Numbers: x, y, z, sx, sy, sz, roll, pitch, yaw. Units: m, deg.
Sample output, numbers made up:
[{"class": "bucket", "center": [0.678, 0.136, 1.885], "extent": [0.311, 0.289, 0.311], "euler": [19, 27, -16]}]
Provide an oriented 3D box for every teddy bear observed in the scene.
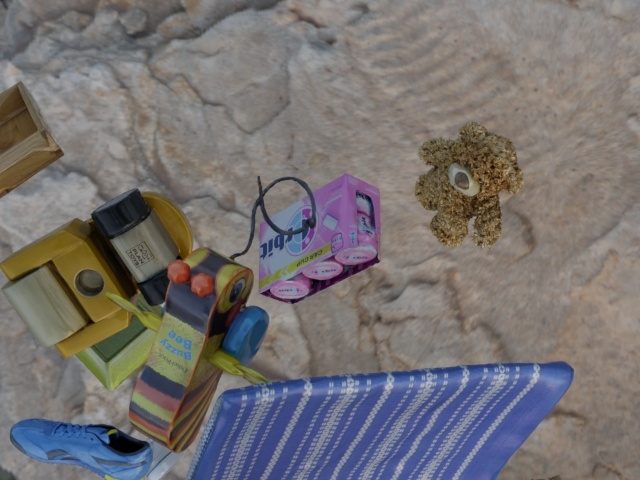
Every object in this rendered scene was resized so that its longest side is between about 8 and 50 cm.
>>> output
[{"class": "teddy bear", "center": [0.265, -0.097, 1.652], "extent": [0.113, 0.338, 0.245], "euler": [-12, 92, -18]}]

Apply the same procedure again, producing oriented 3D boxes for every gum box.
[{"class": "gum box", "center": [0.000, 0.000, 1.101], "extent": [0.188, 0.062, 0.107], "euler": [-29, 51, 41]}]

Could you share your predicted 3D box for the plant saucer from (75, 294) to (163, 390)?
[{"class": "plant saucer", "center": [-0.404, 0.172, 1.677], "extent": [0.188, 0.045, 0.188], "euler": [-42, 59, -19]}]

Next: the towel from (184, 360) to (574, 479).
[{"class": "towel", "center": [0.048, 0.197, 0.771], "extent": [0.243, 0.336, 0.040], "euler": [113, 147, -42]}]

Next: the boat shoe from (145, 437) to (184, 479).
[{"class": "boat shoe", "center": [-0.348, 0.453, 1.865], "extent": [0.084, 0.258, 0.095], "euler": [42, 96, -3]}]

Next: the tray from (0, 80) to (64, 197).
[{"class": "tray", "center": [-0.669, -0.205, 1.769], "extent": [0.203, 0.411, 0.076], "euler": [-36, 124, -7]}]

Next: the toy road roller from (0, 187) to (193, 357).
[{"class": "toy road roller", "center": [-0.389, 0.038, 1.550], "extent": [0.330, 0.240, 0.202], "euler": [-28, 105, 6]}]

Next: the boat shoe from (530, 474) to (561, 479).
[{"class": "boat shoe", "center": [0.250, 0.353, 0.877], "extent": [0.073, 0.073, 0.207], "euler": [-18, 60, 4]}]

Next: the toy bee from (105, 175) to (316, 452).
[{"class": "toy bee", "center": [-0.126, 0.068, 0.831], "extent": [0.195, 0.162, 0.298], "euler": [4, 86, 16]}]

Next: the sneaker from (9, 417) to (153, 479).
[{"class": "sneaker", "center": [-0.342, 0.286, 1.220], "extent": [0.209, 0.069, 0.082], "euler": [18, 121, 0]}]
